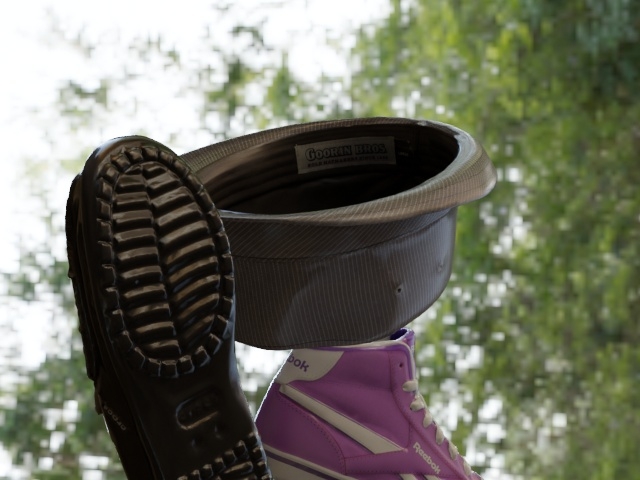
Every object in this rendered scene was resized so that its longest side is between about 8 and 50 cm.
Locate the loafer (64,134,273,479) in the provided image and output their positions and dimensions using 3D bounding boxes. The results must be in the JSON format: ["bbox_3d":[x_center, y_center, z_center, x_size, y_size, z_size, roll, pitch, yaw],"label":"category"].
[{"bbox_3d":[-0.087,0.059,0.784,0.080,0.078,0.220,-16,-81,-40],"label":"loafer"}]

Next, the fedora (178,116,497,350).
[{"bbox_3d":[0.000,0.000,1.135,0.275,0.243,0.124,-27,-61,-50],"label":"fedora"}]

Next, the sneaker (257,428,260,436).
[{"bbox_3d":[-0.086,0.098,1.137,0.067,0.118,0.042,-66,-17,5],"label":"sneaker"}]

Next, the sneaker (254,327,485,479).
[{"bbox_3d":[0.085,0.167,1.375,0.282,0.102,0.161,24,-94,-25],"label":"sneaker"}]
